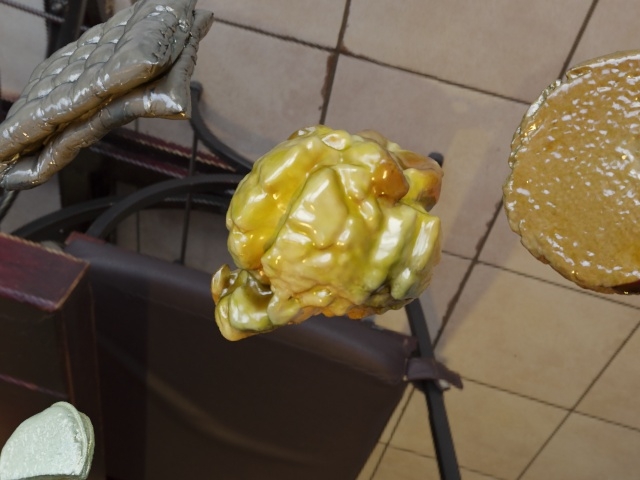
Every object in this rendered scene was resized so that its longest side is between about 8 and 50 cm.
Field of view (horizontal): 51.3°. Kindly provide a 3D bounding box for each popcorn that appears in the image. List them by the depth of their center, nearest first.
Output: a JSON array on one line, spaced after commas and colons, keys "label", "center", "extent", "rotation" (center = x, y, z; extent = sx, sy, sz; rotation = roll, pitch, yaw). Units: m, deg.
[{"label": "popcorn", "center": [0.000, 0.000, 0.795], "extent": [0.332, 0.225, 0.265], "rotation": [-35, 150, 8]}]

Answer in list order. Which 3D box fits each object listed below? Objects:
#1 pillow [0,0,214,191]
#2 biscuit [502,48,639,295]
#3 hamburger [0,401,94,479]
[{"label": "pillow", "center": [-0.293, -0.204, 0.880], "extent": [0.327, 0.228, 0.101], "rotation": [-19, 131, 23]}, {"label": "biscuit", "center": [0.272, -0.058, 0.581], "extent": [0.226, 0.042, 0.225], "rotation": [2, 95, 27]}, {"label": "hamburger", "center": [-0.296, 0.226, 0.742], "extent": [0.121, 0.084, 0.054], "rotation": [-16, 147, 27]}]
